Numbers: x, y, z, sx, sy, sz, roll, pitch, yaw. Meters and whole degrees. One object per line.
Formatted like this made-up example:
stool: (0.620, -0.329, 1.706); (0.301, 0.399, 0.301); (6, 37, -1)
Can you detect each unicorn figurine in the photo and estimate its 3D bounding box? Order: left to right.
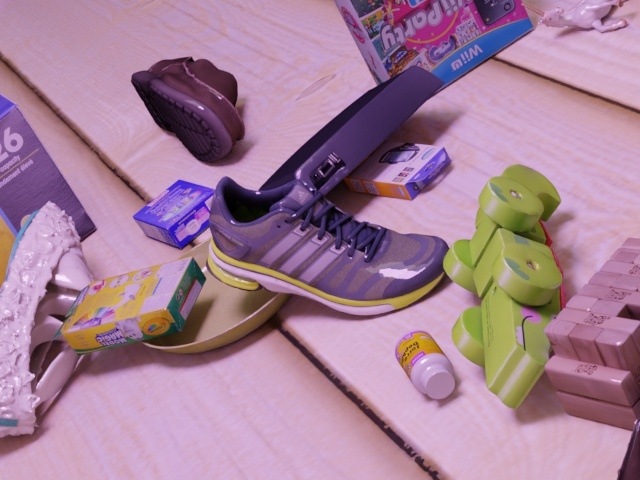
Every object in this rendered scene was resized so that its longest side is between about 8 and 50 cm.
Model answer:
unicorn figurine: (0.365, -0.313, 1.898); (0.162, 0.060, 0.111); (-29, 22, -36)

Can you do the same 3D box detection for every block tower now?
block tower: (0.341, 0.023, 1.307); (0.335, 0.091, 0.097); (-45, 32, -26)

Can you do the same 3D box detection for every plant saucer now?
plant saucer: (-0.115, 0.062, 1.737); (0.241, 0.037, 0.241); (-22, 29, 13)

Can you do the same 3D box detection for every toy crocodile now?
toy crocodile: (0.196, 0.037, 1.421); (0.341, 0.105, 0.115); (-88, 20, -58)

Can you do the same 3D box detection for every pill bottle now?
pill bottle: (0.105, 0.124, 1.412); (0.043, 0.043, 0.083); (-31, 27, -2)

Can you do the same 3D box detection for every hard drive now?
hard drive: (0.032, -0.127, 1.846); (0.254, 0.054, 0.172); (-43, 10, -24)

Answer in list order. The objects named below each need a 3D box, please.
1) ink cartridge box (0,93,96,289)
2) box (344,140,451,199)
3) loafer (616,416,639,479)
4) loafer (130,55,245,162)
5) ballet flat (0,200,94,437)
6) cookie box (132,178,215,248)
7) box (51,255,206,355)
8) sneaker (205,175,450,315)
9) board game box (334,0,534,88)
ink cartridge box: (-0.517, -0.052, 2.019); (0.303, 0.307, 0.072); (-40, 28, -19)
box: (0.100, -0.089, 1.796); (0.081, 0.028, 0.136); (-43, 33, -25)
loafer: (0.285, 0.148, 1.159); (0.080, 0.078, 0.220); (-7, 35, 37)
loafer: (-0.189, -0.228, 2.190); (0.130, 0.134, 0.366); (-35, 28, -9)
ballet flat: (-0.355, 0.108, 1.827); (0.147, 0.147, 0.409); (-17, 33, 23)
cookie box: (-0.194, -0.038, 1.976); (0.092, 0.040, 0.107); (-41, 30, -20)
box: (-0.235, 0.082, 1.732); (0.179, 0.043, 0.105); (-12, 32, 26)
sneaker: (0.000, 0.000, 1.596); (0.299, 0.121, 0.111); (6, 42, 20)
board game box: (0.126, -0.366, 1.936); (0.224, 0.303, 0.097); (-34, 28, -7)
